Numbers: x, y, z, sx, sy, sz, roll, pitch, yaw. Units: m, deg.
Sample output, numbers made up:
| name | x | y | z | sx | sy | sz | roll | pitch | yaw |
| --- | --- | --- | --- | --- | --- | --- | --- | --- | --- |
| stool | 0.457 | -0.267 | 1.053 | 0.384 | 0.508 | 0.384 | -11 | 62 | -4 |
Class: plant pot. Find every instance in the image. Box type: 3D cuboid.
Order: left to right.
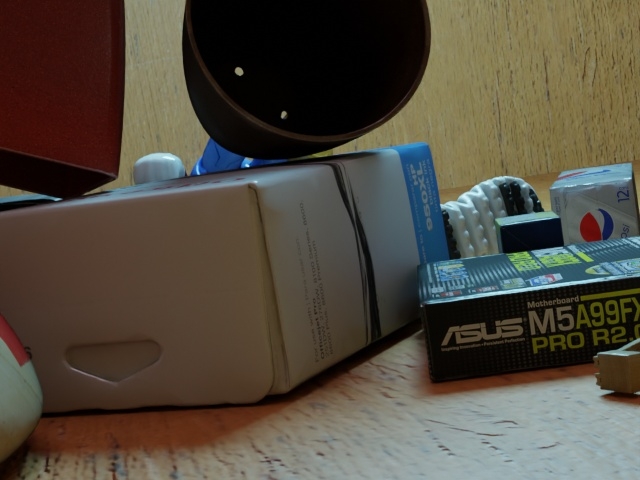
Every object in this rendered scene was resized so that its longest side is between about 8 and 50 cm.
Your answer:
| name | x | y | z | sx | sy | sz | roll | pitch | yaw |
| --- | --- | --- | --- | --- | --- | --- | --- | --- | --- |
| plant pot | -0.304 | -0.186 | 1.217 | 0.267 | 0.235 | 0.267 | 13 | -7 | -18 |
| plant pot | -0.038 | -0.159 | 1.285 | 0.215 | 0.215 | 0.230 | -10 | -11 | -18 |

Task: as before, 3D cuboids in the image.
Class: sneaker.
| name | x | y | z | sx | sy | sz | roll | pitch | yaw |
| --- | --- | --- | --- | --- | --- | --- | --- | --- | --- |
| sneaker | 0.153 | -0.003 | 1.580 | 0.118 | 0.110 | 0.292 | -16 | -3 | 44 |

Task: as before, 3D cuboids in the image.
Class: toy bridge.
| name | x | y | z | sx | sy | sz | roll | pitch | yaw |
| --- | --- | --- | --- | --- | --- | --- | --- | --- | --- |
| toy bridge | 0.255 | 0.069 | 0.928 | 0.188 | 0.026 | 0.063 | -10 | 4 | -29 |

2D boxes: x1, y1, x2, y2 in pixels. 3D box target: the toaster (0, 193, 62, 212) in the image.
| name | x | y | z | sx | sy | sz | roll | pitch | yaw |
| --- | --- | --- | --- | --- | --- | --- | --- | --- | --- |
| toaster | -0.322 | 0.037 | 1.381 | 0.168 | 0.185 | 0.110 | -8 | 9 | 9 |

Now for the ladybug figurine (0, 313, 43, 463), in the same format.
| name | x | y | z | sx | sy | sz | roll | pitch | yaw |
| --- | --- | --- | --- | --- | --- | --- | --- | --- | --- |
| ladybug figurine | -0.356 | 0.087 | 0.950 | 0.305 | 0.161 | 0.449 | -11 | 5 | -28 |

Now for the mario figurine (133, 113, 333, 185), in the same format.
| name | x | y | z | sx | sy | sz | roll | pitch | yaw |
| --- | --- | --- | --- | --- | --- | --- | --- | --- | --- |
| mario figurine | -0.109 | -0.014 | 1.542 | 0.170 | 0.198 | 0.320 | -36 | -12 | -44 |

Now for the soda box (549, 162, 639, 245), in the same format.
| name | x | y | z | sx | sy | sz | roll | pitch | yaw |
| --- | --- | --- | --- | --- | --- | --- | --- | --- | --- |
| soda box | 0.321 | -0.031 | 1.614 | 0.091 | 0.098 | 0.286 | -7 | 5 | 13 |

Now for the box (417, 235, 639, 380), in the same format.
| name | x | y | z | sx | sy | sz | roll | pitch | yaw |
| --- | --- | --- | --- | --- | --- | --- | --- | --- | --- |
| box | 0.187 | 0.046 | 1.117 | 0.216 | 0.060 | 0.270 | -8 | 5 | 5 |

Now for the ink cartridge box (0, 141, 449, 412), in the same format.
| name | x | y | z | sx | sy | sz | roll | pitch | yaw |
| --- | --- | --- | --- | --- | --- | --- | --- | --- | --- |
| ink cartridge box | -0.084 | 0.023 | 1.224 | 0.285 | 0.166 | 0.395 | -7 | 5 | 24 |

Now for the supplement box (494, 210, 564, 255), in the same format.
| name | x | y | z | sx | sy | sz | roll | pitch | yaw |
| --- | --- | --- | --- | --- | --- | --- | --- | --- | --- |
| supplement box | 0.195 | 0.019 | 1.293 | 0.056 | 0.083 | 0.083 | -7 | 5 | 4 |
